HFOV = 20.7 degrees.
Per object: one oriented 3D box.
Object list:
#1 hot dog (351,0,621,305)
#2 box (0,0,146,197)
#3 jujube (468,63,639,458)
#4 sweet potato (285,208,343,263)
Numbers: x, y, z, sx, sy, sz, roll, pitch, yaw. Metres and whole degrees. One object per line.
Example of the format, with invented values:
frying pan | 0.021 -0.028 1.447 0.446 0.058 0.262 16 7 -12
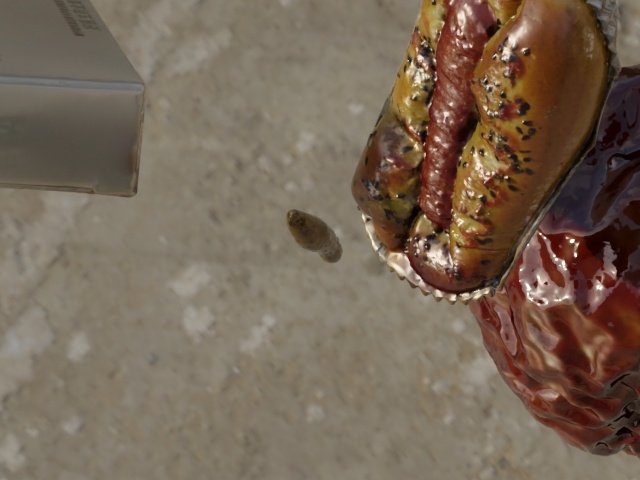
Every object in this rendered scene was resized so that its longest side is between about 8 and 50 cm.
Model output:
hot dog | 0.070 -0.054 0.779 0.059 0.191 0.108 -21 54 -38
box | -0.232 -0.118 0.932 0.214 0.069 0.353 2 21 -20
jujube | 0.186 0.023 0.973 0.213 0.232 0.213 -16 50 20
sweet potato | 0.000 0.000 1.233 0.026 0.115 0.026 -4 74 15
